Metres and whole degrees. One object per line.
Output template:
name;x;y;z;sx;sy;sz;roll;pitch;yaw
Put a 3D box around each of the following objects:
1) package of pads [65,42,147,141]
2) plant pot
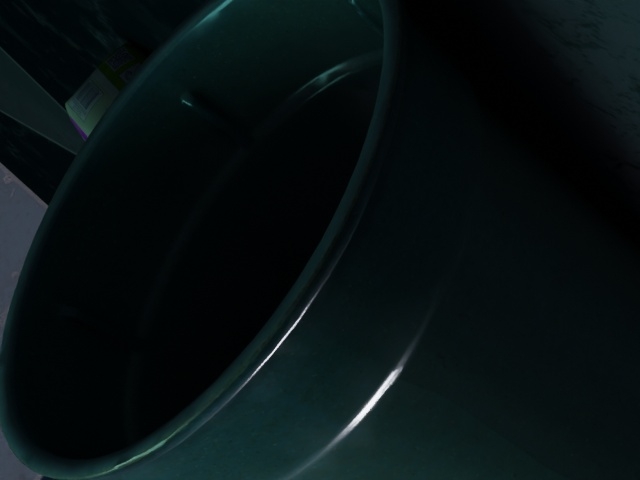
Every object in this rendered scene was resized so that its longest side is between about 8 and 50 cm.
package of pads;-0.089;-0.019;1.721;0.229;0.101;0.296;45;176;45
plant pot;0.042;0.058;1.116;0.334;0.341;0.341;35;174;-29
